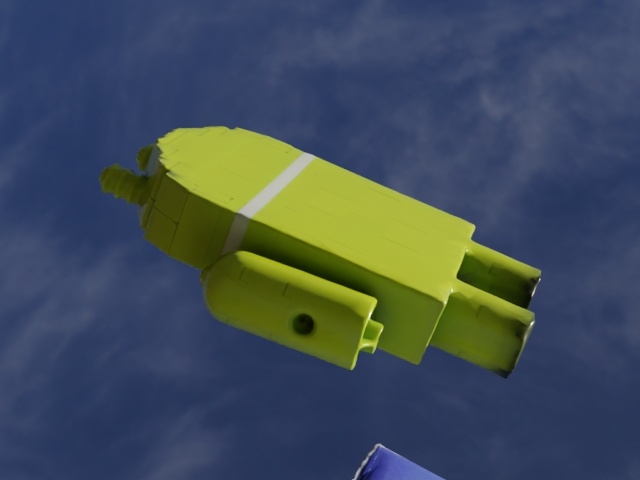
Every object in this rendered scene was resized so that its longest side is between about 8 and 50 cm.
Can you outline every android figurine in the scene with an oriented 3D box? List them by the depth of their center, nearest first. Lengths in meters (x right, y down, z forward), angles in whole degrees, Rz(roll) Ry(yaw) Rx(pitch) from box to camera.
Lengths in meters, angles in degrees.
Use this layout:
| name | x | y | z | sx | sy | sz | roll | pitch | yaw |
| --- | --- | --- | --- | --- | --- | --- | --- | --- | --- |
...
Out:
| name | x | y | z | sx | sy | sz | roll | pitch | yaw |
| --- | --- | --- | --- | --- | --- | --- | --- | --- | --- |
| android figurine | 0.000 | 0.000 | 0.761 | 0.273 | 0.248 | 0.056 | 21 | -70 | 4 |

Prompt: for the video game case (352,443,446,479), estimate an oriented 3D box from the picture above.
| name | x | y | z | sx | sy | sz | roll | pitch | yaw |
| --- | --- | --- | --- | --- | --- | --- | --- | --- | --- |
| video game case | 0.090 | 0.237 | 0.480 | 0.270 | 0.244 | 0.061 | 27 | -146 | 6 |
